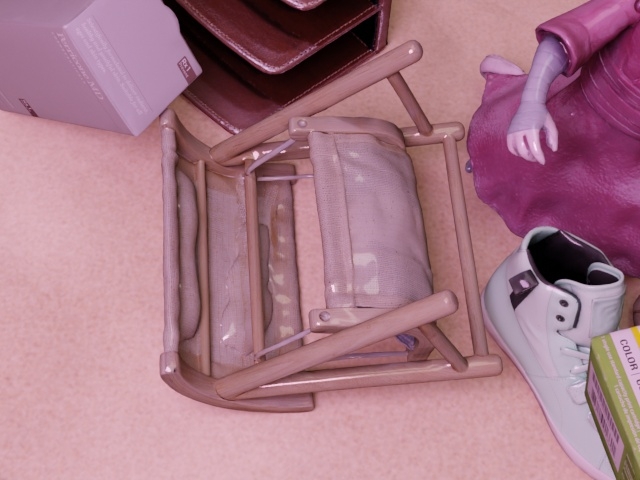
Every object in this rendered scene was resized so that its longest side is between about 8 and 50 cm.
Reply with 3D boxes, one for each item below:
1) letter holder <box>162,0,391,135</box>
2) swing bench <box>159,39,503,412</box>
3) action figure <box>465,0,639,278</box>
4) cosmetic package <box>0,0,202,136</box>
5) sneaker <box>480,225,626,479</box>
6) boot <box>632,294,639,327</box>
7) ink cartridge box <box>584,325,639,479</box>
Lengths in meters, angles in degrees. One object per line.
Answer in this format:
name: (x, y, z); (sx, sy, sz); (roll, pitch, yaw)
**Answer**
letter holder: (-0.104, -0.283, 1.059); (0.214, 0.152, 0.302); (-36, 69, -18)
swing bench: (0.000, 0.000, 0.895); (0.254, 0.165, 0.253); (-14, 61, 18)
action figure: (0.282, -0.129, 0.871); (0.248, 0.370, 0.276); (19, 53, -5)
cosmetic package: (-0.236, -0.182, 0.953); (0.238, 0.127, 0.107); (16, 56, 45)
sneaker: (0.235, 0.104, 0.864); (0.094, 0.151, 0.256); (-32, 69, -20)
boot: (0.343, 0.082, 0.944); (0.118, 0.042, 0.087); (18, 60, 6)
ink cartridge box: (0.342, 0.137, 0.739); (0.255, 0.097, 0.189); (-15, 55, 1)
